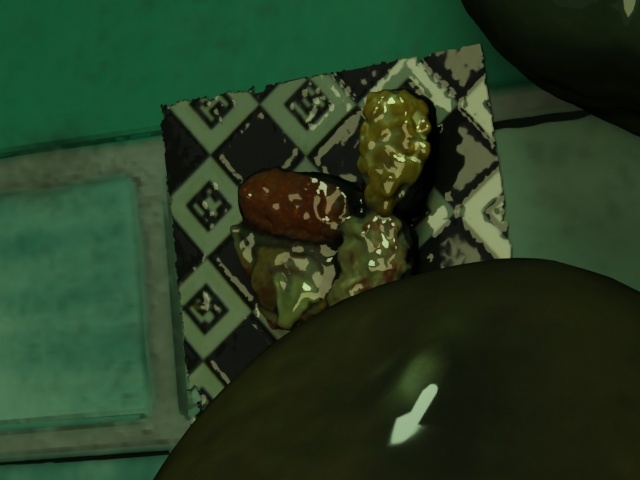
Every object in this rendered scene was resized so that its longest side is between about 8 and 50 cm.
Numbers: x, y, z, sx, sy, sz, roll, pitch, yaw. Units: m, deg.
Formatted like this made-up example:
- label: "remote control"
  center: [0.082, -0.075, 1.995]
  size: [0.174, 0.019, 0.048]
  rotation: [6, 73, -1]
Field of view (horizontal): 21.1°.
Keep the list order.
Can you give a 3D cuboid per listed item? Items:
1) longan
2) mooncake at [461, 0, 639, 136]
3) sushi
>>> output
- label: "longan"
  center: [0.035, 0.113, 0.479]
  size: [0.196, 0.197, 0.220]
  rotation: [16, 59, 20]
- label: "mooncake"
  center: [0.112, -0.115, 0.514]
  size: [0.175, 0.104, 0.169]
  rotation: [3, 82, 17]
- label: "sushi"
  center: [0.000, 0.000, 0.587]
  size: [0.126, 0.026, 0.120]
  rotation: [-10, 84, 20]
